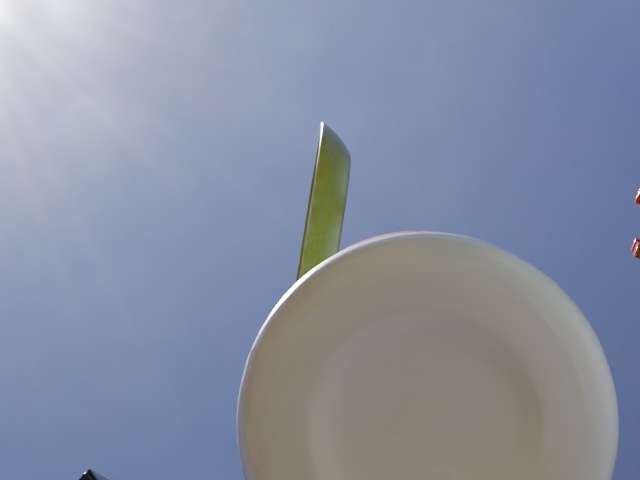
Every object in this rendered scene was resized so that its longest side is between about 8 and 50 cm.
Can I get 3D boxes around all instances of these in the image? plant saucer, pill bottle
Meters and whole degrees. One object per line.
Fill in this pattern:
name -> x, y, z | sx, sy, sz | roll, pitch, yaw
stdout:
plant saucer -> 0.000, 0.000, 1.496 | 0.037, 0.241, 0.241 | 9, -124, -2
pill bottle -> 0.070, 0.106, 1.036 | 0.229, 0.408, 0.229 | 0, -89, 2

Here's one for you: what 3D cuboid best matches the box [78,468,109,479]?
box -> -0.228, 0.334, 1.376 | 0.180, 0.077, 0.147 | -51, -148, -1

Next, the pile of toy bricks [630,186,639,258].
pile of toy bricks -> 0.434, 0.009, 1.535 | 0.212, 0.118, 0.105 | 17, -166, 2
